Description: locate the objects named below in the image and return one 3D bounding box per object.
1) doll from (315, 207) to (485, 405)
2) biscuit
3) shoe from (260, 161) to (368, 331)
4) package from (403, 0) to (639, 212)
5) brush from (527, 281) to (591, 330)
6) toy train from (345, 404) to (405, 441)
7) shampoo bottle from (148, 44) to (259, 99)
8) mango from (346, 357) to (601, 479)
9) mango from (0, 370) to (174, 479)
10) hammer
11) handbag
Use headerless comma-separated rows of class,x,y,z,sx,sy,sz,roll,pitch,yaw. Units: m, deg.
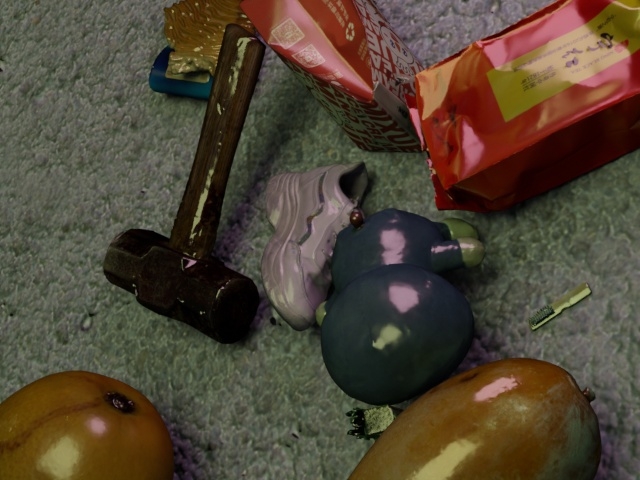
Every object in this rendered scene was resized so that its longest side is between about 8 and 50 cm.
doll,0.090,0.077,1.505,0.228,0.154,0.258,-25,45,19
biscuit,-0.181,-0.314,1.930,0.228,0.031,0.176,20,55,42
shoe,0.000,0.000,1.657,0.137,0.095,0.245,-22,49,27
package,0.308,-0.190,1.526,0.423,0.123,0.196,-29,57,19
brush,0.276,0.075,1.494,0.083,0.013,0.016,-34,52,14
toy train,0.081,0.213,1.472,0.071,0.148,0.038,-8,73,27
shampoo bottle,-0.170,-0.251,1.921,0.183,0.050,0.087,12,66,37
mango,0.131,0.273,1.359,0.384,0.221,0.199,-34,58,8
mango,-0.354,0.319,1.671,0.378,0.221,0.264,-36,56,26
hammer,-0.144,-0.088,1.744,0.242,0.095,0.409,21,96,41
handbag,0.033,-0.239,1.705,0.151,0.171,0.298,-39,51,11
